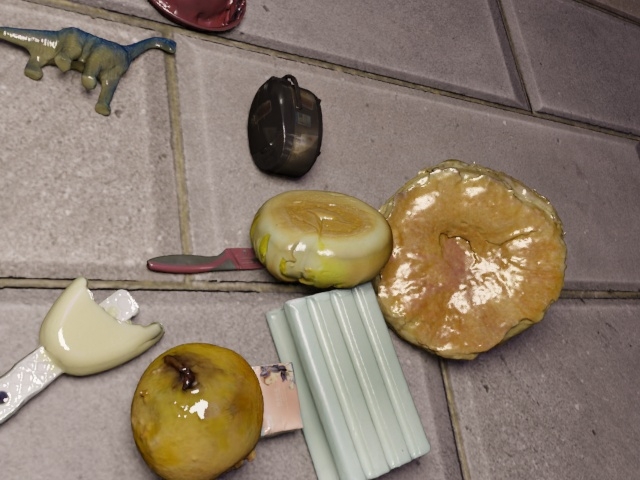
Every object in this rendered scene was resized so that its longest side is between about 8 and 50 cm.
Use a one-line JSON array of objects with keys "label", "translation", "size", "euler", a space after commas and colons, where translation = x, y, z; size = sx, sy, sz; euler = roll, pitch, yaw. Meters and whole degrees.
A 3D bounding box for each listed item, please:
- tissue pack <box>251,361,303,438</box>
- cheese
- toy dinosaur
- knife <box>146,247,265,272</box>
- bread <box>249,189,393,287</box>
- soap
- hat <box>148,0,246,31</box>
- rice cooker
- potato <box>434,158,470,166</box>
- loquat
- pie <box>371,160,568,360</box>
[{"label": "tissue pack", "translation": [-0.069, 0.220, 0.893], "size": [0.074, 0.059, 0.094], "euler": [-1, 70, -36]}, {"label": "cheese", "translation": [-0.307, 0.135, 0.781], "size": [0.127, 0.050, 0.235], "euler": [51, 52, -6]}, {"label": "toy dinosaur", "translation": [-0.346, -0.292, 0.958], "size": [0.248, 0.075, 0.188], "euler": [22, 50, -18]}, {"label": "knife", "translation": [-0.138, 0.029, 0.965], "size": [0.247, 0.018, 0.035], "euler": [-1, 64, -37]}, {"label": "bread", "translation": [0.000, 0.000, 0.980], "size": [0.214, 0.104, 0.213], "euler": [4, 36, -3]}, {"label": "soap", "translation": [0.038, 0.206, 0.952], "size": [0.160, 0.087, 0.265], "euler": [-11, 76, -37]}, {"label": "hat", "translation": [-0.208, -0.445, 1.088], "size": [0.206, 0.089, 0.205], "euler": [15, 62, -29]}, {"label": "rice cooker", "translation": [-0.055, -0.182, 1.054], "size": [0.106, 0.112, 0.165], "euler": [18, 62, -32]}, {"label": "potato", "translation": [0.240, -0.061, 1.184], "size": [0.157, 0.157, 0.194], "euler": [20, 39, -25]}, {"label": "loquat", "translation": [-0.142, 0.214, 0.797], "size": [0.172, 0.150, 0.204], "euler": [-88, 157, -50]}, {"label": "pie", "translation": [0.232, 0.034, 1.057], "size": [0.340, 0.083, 0.339], "euler": [0, 95, -2]}]
